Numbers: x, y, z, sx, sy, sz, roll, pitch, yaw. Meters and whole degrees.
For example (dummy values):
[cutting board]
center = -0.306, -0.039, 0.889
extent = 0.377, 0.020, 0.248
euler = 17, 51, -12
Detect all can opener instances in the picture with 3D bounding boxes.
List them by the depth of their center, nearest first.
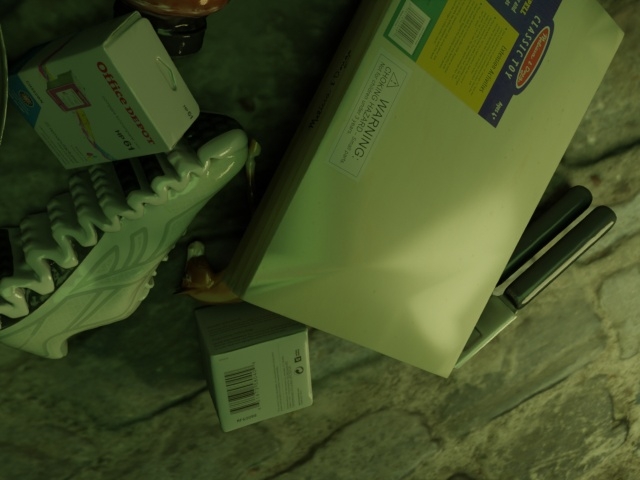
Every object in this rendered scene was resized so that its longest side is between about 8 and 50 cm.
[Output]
[can opener]
center = 0.227, 0.043, 0.745
extent = 0.280, 0.074, 0.093
euler = -39, 160, -4

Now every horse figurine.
[horse figurine]
center = 0.000, 0.000, 0.643
extent = 0.263, 0.066, 0.175
euler = 9, 104, -24

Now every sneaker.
[sneaker]
center = -0.176, -0.003, 0.551
extent = 0.292, 0.110, 0.118
euler = -35, 131, 6

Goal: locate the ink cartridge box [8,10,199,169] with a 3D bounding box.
[ink cartridge box]
center = -0.167, -0.109, 0.480
extent = 0.122, 0.052, 0.088
euler = -5, 131, 31

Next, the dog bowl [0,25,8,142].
[dog bowl]
center = -0.383, -0.124, 0.394
extent = 0.348, 0.102, 0.349
euler = -10, 119, -18

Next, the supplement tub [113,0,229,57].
[supplement tub]
center = -0.103, -0.233, 0.443
extent = 0.106, 0.106, 0.198
euler = 1, 131, -24

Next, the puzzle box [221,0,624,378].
[puzzle box]
center = 0.114, -0.090, 0.601
extent = 0.272, 0.052, 0.409
euler = 27, 91, -34

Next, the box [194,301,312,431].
[box]
center = -0.069, 0.122, 0.660
extent = 0.102, 0.087, 0.101
euler = -13, 120, -18
